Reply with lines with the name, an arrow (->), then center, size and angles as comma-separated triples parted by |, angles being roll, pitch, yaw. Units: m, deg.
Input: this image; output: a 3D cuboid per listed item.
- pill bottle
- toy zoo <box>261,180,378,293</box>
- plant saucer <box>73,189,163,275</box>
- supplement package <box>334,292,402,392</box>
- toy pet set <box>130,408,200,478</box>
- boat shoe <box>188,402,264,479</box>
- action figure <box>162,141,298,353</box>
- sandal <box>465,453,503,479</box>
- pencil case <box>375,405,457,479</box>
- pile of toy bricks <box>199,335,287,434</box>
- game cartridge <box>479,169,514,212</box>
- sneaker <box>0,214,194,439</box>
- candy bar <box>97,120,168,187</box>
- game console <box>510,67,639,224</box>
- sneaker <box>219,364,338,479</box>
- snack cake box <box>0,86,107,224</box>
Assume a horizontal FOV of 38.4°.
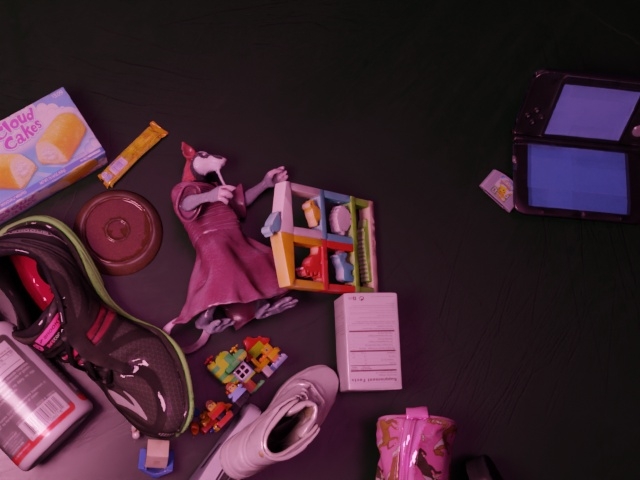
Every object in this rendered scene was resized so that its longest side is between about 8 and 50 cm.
pill bottle -> -0.547, 0.244, 1.586 | 0.283, 0.161, 0.161 | 45, 76, 2
toy zoo -> 0.000, 0.000, 1.702 | 0.293, 0.030, 0.192 | 9, 74, -47
plant saucer -> -0.383, -0.018, 1.734 | 0.168, 0.029, 0.169 | 2, 78, -8
supplement package -> 0.088, 0.194, 1.727 | 0.105, 0.105, 0.179 | 0, 79, -10
toy pet set -> -0.286, 0.366, 1.668 | 0.122, 0.065, 0.114 | 7, 43, -11
boat shoe -> -0.176, 0.440, 1.635 | 0.105, 0.113, 0.306 | 39, 60, -6
action figure -> -0.193, -0.011, 1.718 | 0.275, 0.248, 0.370 | -35, 70, 26
sandal -> 0.361, 0.615, 1.681 | 0.107, 0.167, 0.446 | -28, 76, 12
pencil case -> 0.157, 0.495, 1.625 | 0.160, 0.167, 0.386 | 18, 66, -24
pile of toy bricks -> -0.161, 0.244, 1.669 | 0.105, 0.118, 0.212 | 43, 67, 3
game cartridge -> 0.373, -0.104, 1.880 | 0.083, 0.017, 0.056 | 42, 72, 1
sneaker -> -0.414, 0.170, 1.582 | 0.483, 0.202, 0.185 | 44, 118, 9
candy bar -> -0.363, -0.166, 1.771 | 0.040, 0.018, 0.161 | 41, 76, 4
game console -> 0.547, -0.187, 1.845 | 0.293, 0.250, 0.173 | 4, 44, -9
sneaker -> -0.030, 0.304, 1.609 | 0.108, 0.169, 0.292 | 53, 49, -3
snack cake box -> -0.549, -0.149, 1.702 | 0.264, 0.089, 0.152 | -33, 86, -14
